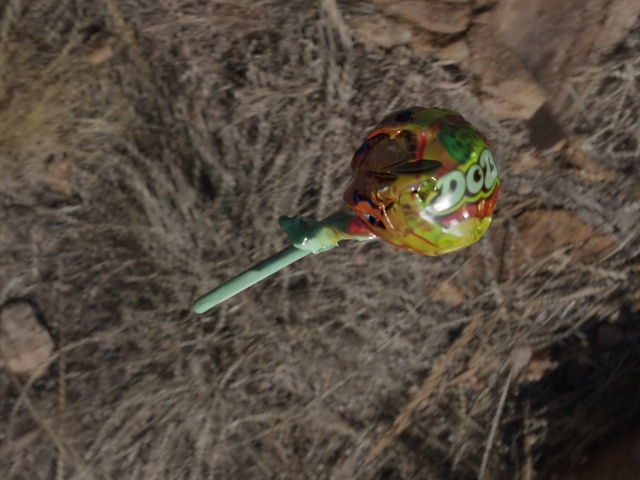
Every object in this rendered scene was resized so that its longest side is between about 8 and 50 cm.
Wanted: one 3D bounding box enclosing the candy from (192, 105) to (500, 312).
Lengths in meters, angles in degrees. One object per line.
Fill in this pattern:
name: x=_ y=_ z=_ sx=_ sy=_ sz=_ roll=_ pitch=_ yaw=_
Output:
candy: x=0.000 y=0.000 z=0.584 sx=0.201 sy=0.060 sz=0.060 roll=-28 pitch=91 yaw=47
